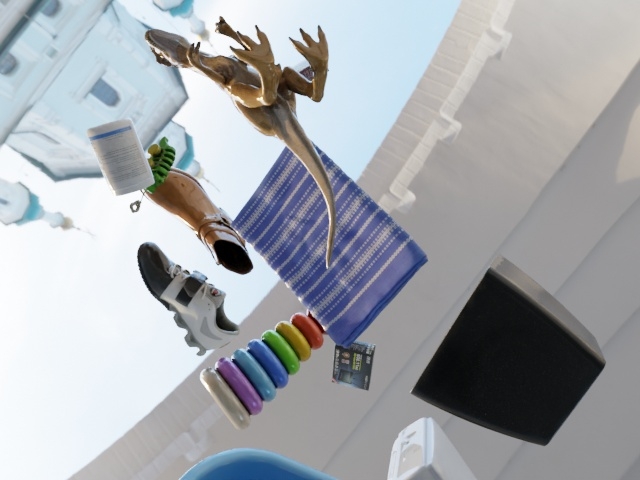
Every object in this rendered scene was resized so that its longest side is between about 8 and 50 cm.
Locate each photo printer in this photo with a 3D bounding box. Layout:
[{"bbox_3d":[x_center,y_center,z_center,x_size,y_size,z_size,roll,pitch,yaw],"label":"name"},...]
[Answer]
[{"bbox_3d":[0.246,0.490,0.879,0.107,0.256,0.308,-36,-98,9],"label":"photo printer"}]

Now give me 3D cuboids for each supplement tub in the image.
[{"bbox_3d":[-0.309,-0.130,0.784,0.070,0.071,0.107,-11,-71,13],"label":"supplement tub"}]

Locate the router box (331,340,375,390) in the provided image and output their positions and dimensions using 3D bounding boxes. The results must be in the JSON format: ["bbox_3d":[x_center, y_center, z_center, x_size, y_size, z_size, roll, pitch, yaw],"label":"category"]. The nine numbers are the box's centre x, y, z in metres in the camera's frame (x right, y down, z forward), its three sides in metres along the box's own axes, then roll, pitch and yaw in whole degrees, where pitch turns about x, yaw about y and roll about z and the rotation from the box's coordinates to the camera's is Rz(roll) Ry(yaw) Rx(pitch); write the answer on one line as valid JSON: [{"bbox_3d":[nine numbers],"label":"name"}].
[{"bbox_3d":[0.077,0.289,1.184,0.092,0.123,0.038,10,-146,11],"label":"router box"}]

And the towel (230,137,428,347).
[{"bbox_3d":[0.000,0.000,0.909,0.336,0.040,0.243,46,-65,15],"label":"towel"}]

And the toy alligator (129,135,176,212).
[{"bbox_3d":[-0.341,-0.140,1.058,0.051,0.056,0.190,1,-118,26],"label":"toy alligator"}]

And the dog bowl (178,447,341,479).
[{"bbox_3d":[0.006,0.256,0.363,0.297,0.166,0.074,24,-60,-1],"label":"dog bowl"}]

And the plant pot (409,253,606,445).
[{"bbox_3d":[0.251,0.146,0.661,0.166,0.188,0.188,33,-75,17],"label":"plant pot"}]

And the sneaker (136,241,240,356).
[{"bbox_3d":[-0.311,0.124,1.242,0.146,0.122,0.331,-23,-66,16],"label":"sneaker"}]

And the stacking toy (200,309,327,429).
[{"bbox_3d":[-0.074,0.225,1.035,0.330,0.141,0.141,-37,-112,-19],"label":"stacking toy"}]

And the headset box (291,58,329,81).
[{"bbox_3d":[-0.034,-0.357,1.076,0.083,0.032,0.062,-38,-144,-19],"label":"headset box"}]

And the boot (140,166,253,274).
[{"bbox_3d":[-0.274,-0.039,1.129,0.109,0.283,0.220,-42,-142,3],"label":"boot"}]

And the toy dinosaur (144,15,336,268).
[{"bbox_3d":[-0.030,-0.091,0.360,0.211,0.112,0.064,46,-119,1],"label":"toy dinosaur"}]
